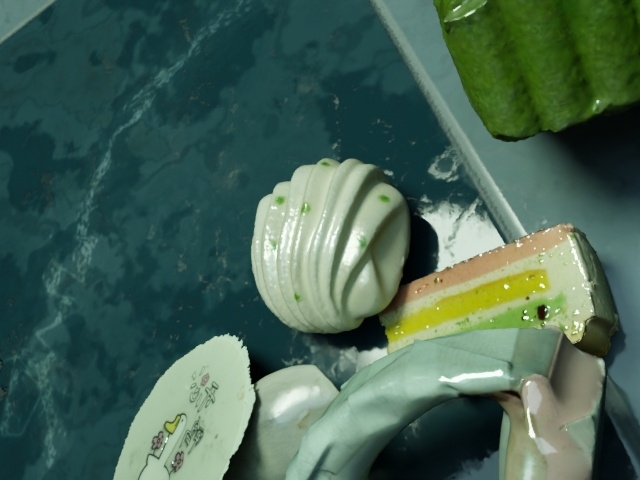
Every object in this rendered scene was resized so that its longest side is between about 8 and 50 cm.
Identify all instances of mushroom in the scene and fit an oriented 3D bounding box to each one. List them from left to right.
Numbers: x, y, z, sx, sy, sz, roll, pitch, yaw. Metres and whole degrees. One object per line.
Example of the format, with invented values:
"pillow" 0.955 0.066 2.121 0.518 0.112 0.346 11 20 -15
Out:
"mushroom" -0.065 0.205 0.749 0.225 0.093 0.116 -29 83 9

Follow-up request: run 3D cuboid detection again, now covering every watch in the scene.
"watch" 0.095 0.189 0.618 0.241 0.161 0.254 5 108 24

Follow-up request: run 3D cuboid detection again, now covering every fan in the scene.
"fan" -0.188 0.277 0.769 0.415 0.012 0.233 -58 28 -5

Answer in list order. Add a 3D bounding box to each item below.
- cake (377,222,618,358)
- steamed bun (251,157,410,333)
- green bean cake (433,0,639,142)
"cake" 0.162 0.073 0.712 0.225 0.090 0.110 -26 62 37
"steamed bun" 0.000 0.000 0.767 0.182 0.106 0.183 -15 60 28
"green bean cake" 0.229 -0.212 0.648 0.246 0.156 0.250 -17 23 20
